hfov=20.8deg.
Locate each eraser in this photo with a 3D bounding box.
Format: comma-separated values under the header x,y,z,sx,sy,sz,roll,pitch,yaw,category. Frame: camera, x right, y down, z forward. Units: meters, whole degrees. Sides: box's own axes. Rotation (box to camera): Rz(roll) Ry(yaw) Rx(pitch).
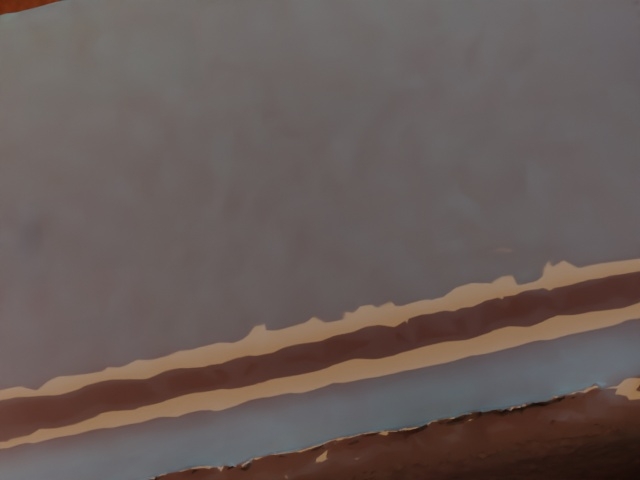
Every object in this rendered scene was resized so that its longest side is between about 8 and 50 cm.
x,y,z,sx,sy,sz,roll,pitch,yaw,category
0.000,0.000,0.806,0.359,0.122,0.272,-13,63,8,eraser
